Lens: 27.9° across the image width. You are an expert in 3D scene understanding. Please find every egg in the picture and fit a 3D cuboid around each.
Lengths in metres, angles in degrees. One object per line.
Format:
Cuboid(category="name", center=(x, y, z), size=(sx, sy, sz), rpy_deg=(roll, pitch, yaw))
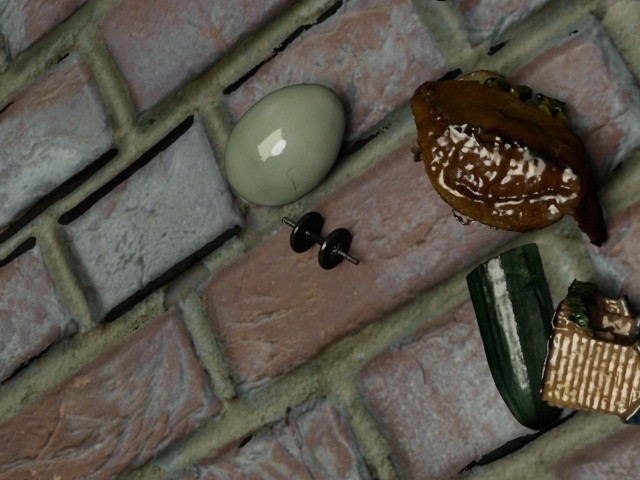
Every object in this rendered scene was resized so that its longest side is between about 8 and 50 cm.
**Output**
Cuboid(category="egg", center=(-0.050, -0.142, 1.890), size=(0.209, 0.151, 0.151), rpy_deg=(-44, 68, 19))

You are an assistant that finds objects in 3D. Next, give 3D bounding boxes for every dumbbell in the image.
Cuboid(category="dumbbell", center=(0.000, 0.000, 1.906), size=(0.147, 0.069, 0.069), rpy_deg=(31, 106, 29))

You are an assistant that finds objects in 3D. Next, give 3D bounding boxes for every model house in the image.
Cuboid(category="model house", center=(0.371, 0.150, 1.594), size=(0.172, 0.183, 0.167), rpy_deg=(14, 97, 17))

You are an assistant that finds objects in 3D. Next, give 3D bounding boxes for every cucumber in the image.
Cuboid(category="cucumber", center=(0.266, 0.137, 1.739), size=(0.115, 0.063, 0.244), rpy_deg=(-22, 79, 32))

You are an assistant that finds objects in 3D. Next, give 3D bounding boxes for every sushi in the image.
Cuboid(category="sushi", center=(0.247, -0.105, 1.665), size=(0.296, 0.179, 0.167), rpy_deg=(19, 109, 11))

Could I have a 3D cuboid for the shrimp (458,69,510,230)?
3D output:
Cuboid(category="shrimp", center=(0.219, -0.124, 1.778), size=(0.126, 0.047, 0.224), rpy_deg=(-7, 84, 37))
